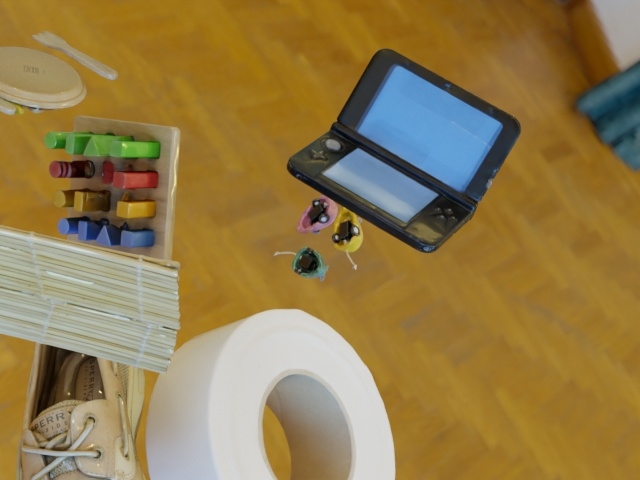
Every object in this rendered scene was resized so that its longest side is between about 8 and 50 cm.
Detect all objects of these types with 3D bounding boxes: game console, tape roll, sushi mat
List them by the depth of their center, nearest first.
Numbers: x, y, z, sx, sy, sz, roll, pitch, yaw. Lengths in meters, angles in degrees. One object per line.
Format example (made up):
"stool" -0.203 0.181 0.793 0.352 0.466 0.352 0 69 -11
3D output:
"sushi mat" -0.244 0.018 0.839 0.316 0.151 0.019 13 57 -4
"game console" 0.057 -0.064 0.903 0.122 0.071 0.107 31 37 16
"tape roll" -0.047 0.220 1.384 0.286 0.100 0.286 25 56 -42

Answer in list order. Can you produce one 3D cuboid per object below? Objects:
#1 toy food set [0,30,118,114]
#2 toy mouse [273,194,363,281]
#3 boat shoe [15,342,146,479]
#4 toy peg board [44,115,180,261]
"toy food set" -0.316 -0.168 1.397 0.132 0.038 0.192 31 30 18
"toy mouse" 0.000 0.000 1.699 0.031 0.143 0.161 30 46 -38
"boat shoe" -0.222 0.192 1.157 0.341 0.121 0.110 -104 170 -51
"toy peg board" -0.253 -0.059 1.522 0.079 0.161 0.160 -4 102 -54
